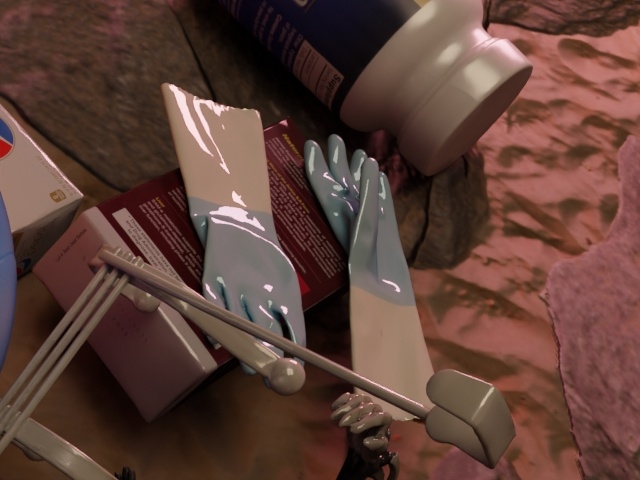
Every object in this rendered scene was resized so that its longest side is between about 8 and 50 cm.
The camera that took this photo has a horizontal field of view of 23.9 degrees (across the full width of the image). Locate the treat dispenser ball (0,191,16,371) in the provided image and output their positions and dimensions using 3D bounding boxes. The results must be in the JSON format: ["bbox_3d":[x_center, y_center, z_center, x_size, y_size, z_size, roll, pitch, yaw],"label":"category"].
[{"bbox_3d":[-0.301,0.021,0.765,0.288,0.288,0.288,16,47,-18],"label":"treat dispenser ball"}]

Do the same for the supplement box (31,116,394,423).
[{"bbox_3d":[-0.065,0.012,1.027,0.130,0.073,0.239,52,38,6],"label":"supplement box"}]

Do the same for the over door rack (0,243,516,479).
[{"bbox_3d":[-0.073,0.148,0.764,0.239,0.324,0.108,-55,131,-15],"label":"over door rack"}]

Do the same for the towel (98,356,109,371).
[{"bbox_3d":[-0.130,0.039,1.033,0.067,0.029,0.119,5,53,-30],"label":"towel"}]

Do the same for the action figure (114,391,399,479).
[{"bbox_3d":[0.017,0.192,0.914,0.276,0.141,0.164,1,43,-27],"label":"action figure"}]

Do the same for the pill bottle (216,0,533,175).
[{"bbox_3d":[0.035,-0.185,1.229,0.265,0.153,0.153,44,45,9],"label":"pill bottle"}]

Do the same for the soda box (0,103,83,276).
[{"bbox_3d":[-0.260,-0.071,1.018,0.216,0.074,0.069,46,46,12],"label":"soda box"}]

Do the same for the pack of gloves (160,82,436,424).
[{"bbox_3d":[0.000,0.000,1.005,0.195,0.046,0.232,16,48,-38],"label":"pack of gloves"}]
